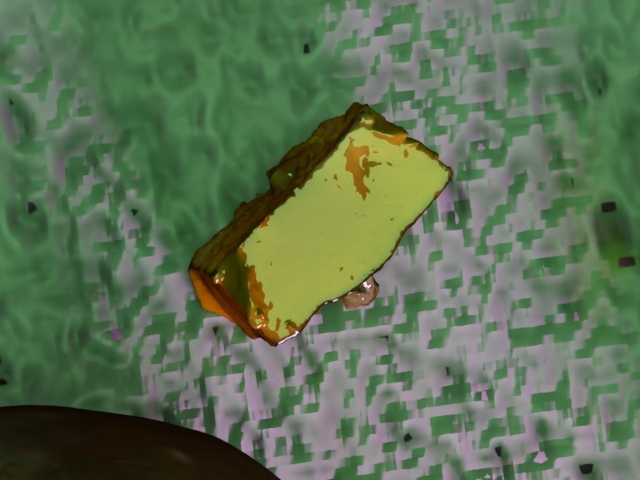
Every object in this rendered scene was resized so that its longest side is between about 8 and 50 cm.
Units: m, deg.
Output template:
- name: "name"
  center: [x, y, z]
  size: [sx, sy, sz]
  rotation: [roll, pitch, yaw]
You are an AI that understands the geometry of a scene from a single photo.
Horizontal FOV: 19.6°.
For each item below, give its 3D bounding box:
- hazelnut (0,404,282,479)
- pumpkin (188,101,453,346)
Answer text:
- name: "hazelnut"
  center: [-0.091, 0.129, 0.523]
  size: [0.214, 0.214, 0.176]
  rotation: [-25, 48, -7]
- name: "pumpkin"
  center: [0.000, 0.000, 0.597]
  size: [0.083, 0.074, 0.054]
  rotation: [-43, 99, -6]
